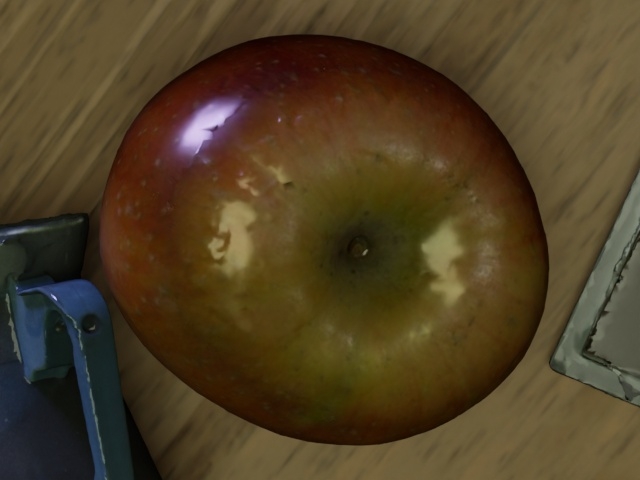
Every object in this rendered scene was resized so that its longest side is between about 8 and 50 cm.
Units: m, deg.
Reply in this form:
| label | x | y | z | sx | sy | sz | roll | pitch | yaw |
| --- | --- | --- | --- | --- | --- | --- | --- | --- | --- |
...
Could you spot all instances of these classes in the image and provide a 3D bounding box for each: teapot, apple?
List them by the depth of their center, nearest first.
| label | x | y | z | sx | sy | sz | roll | pitch | yaw |
| --- | --- | --- | --- | --- | --- | --- | --- | --- | --- |
| apple | 0.000 | 0.000 | 0.937 | 0.210 | 0.173 | 0.235 | -46 | 108 | -9 |
| teapot | -0.162 | 0.101 | 0.958 | 0.171 | 0.203 | 0.225 | -13 | 95 | -37 |

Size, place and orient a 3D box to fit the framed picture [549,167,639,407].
| label | x | y | z | sx | sy | sz | roll | pitch | yaw |
| --- | --- | --- | --- | --- | --- | --- | --- | --- | --- |
| framed picture | 0.280 | -0.008 | 1.006 | 0.216 | 0.016 | 0.273 | 24 | 101 | -3 |
